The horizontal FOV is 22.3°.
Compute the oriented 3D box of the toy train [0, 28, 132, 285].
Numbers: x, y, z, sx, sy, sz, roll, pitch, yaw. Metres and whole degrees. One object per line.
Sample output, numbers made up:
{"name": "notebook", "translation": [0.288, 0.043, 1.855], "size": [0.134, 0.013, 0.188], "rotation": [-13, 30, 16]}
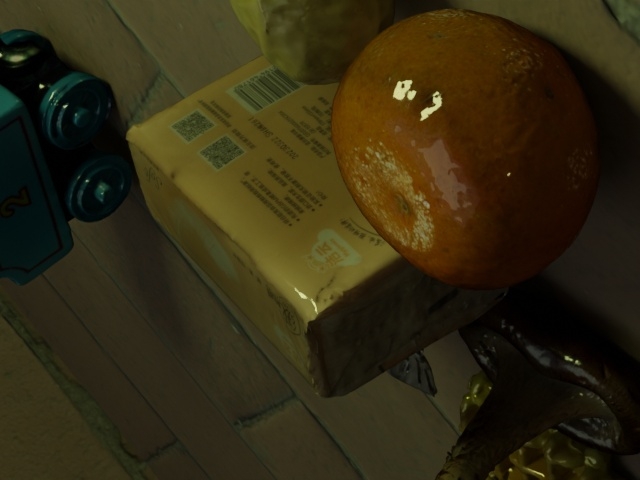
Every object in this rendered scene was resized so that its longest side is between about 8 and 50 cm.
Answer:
{"name": "toy train", "translation": [-0.402, -0.113, 2.109], "size": [0.188, 0.265, 0.300], "rotation": [37, 153, 33]}

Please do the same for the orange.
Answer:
{"name": "orange", "translation": [0.115, -0.071, 1.251], "size": [0.224, 0.170, 0.224], "rotation": [42, 152, 29]}

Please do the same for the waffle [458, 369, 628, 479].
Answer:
{"name": "waffle", "translation": [0.243, 0.269, 1.704], "size": [0.309, 0.065, 0.283], "rotation": [53, 158, -1]}

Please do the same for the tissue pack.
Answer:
{"name": "tissue pack", "translation": [0.000, 0.000, 1.489], "size": [0.305, 0.238, 0.238], "rotation": [43, 159, 38]}

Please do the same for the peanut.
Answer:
{"name": "peanut", "translation": [-0.040, -0.268, 1.300], "size": [0.147, 0.147, 0.305], "rotation": [14, 135, 58]}

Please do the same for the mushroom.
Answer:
{"name": "mushroom", "translation": [0.161, 0.157, 1.467], "size": [0.227, 0.217, 0.148], "rotation": [31, 152, 43]}
